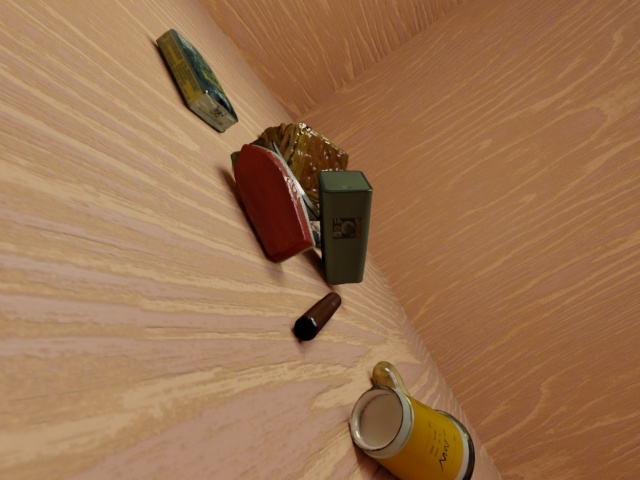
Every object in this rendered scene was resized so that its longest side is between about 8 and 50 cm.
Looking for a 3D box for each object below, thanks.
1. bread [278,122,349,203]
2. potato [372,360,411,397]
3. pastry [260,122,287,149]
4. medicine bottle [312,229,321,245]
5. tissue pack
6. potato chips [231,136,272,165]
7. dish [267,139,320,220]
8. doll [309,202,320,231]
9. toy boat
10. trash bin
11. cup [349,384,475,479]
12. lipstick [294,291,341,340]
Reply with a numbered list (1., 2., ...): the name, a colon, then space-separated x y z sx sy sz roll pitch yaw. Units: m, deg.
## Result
1. bread: -0.051 -0.301 1.654 0.324 0.277 0.167 17 -3 -41
2. potato: 0.211 0.438 1.173 0.170 0.080 0.107 65 11 13
3. pastry: -0.169 -0.404 1.806 0.235 0.132 0.240 58 12 -56
4. medicine bottle: 0.000 0.000 1.569 0.051 0.051 0.191 61 12 18
5. tissue pack: -0.355 -0.464 1.171 0.257 0.081 0.185 61 11 17
6. potato chips: -0.201 -0.262 1.192 0.209 0.142 0.026 -63 149 -53
7. dish: -0.121 -0.173 1.325 0.316 0.106 0.316 59 5 -8
8. doll: -0.043 -0.110 1.694 0.135 0.071 0.113 39 38 -42
9. toy boat: -0.120 -0.109 1.040 0.332 0.145 0.133 66 12 13
10. trash bin: 0.081 -0.045 1.368 0.223 0.158 0.343 -102 -171 -64
11. cup: 0.197 0.434 0.869 0.279 0.196 0.196 42 17 -30
12. lipstick: 0.002 0.182 1.013 0.057 0.057 0.356 59 10 4
